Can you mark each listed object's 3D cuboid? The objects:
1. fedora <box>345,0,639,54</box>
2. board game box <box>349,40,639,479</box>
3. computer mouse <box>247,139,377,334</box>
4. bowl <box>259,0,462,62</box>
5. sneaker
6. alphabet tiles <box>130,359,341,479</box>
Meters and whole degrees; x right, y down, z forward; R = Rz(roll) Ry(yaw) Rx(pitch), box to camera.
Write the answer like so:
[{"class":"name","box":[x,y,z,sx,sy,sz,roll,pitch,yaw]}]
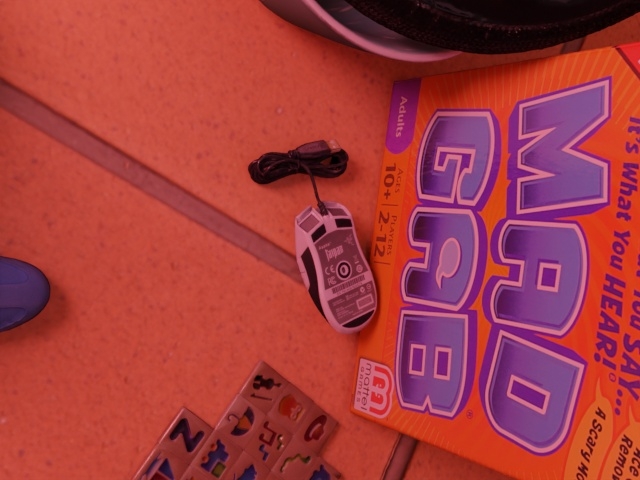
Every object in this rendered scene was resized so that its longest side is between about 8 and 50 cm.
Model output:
[{"class":"fedora","box":[0.132,-0.290,0.576,0.334,0.334,0.152,25,46,-32]},{"class":"board game box","box":[0.293,0.037,0.800,0.356,0.356,0.356,8,89,-33]},{"class":"computer mouse","box":[0.000,0.000,0.797,0.106,0.042,0.193,-21,99,-35]},{"class":"bowl","box":[0.029,-0.307,0.717,0.312,0.163,0.311,-4,97,-33]},{"class":"sneaker","box":[-0.295,0.042,0.583,0.209,0.082,0.069,5,89,-35]},{"class":"alphabet tiles","box":[-0.085,0.243,0.779,0.198,0.009,0.237,44,70,-27]}]
